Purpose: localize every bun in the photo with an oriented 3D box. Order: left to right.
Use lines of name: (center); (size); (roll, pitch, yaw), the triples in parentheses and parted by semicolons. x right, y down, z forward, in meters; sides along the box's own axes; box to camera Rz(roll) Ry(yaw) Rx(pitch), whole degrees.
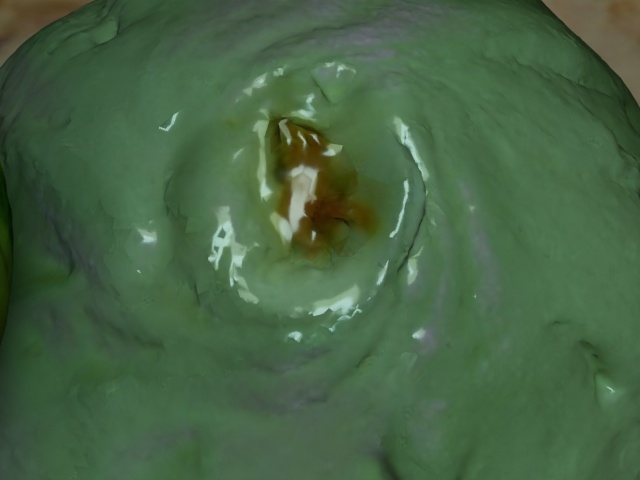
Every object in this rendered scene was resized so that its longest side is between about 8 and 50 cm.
bun: (0.000, 0.000, 0.647); (0.293, 0.187, 0.293); (2, 62, -4)

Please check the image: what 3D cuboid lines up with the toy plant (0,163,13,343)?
toy plant: (-0.204, -0.072, 0.626); (0.184, 0.224, 0.315); (29, 30, -39)
